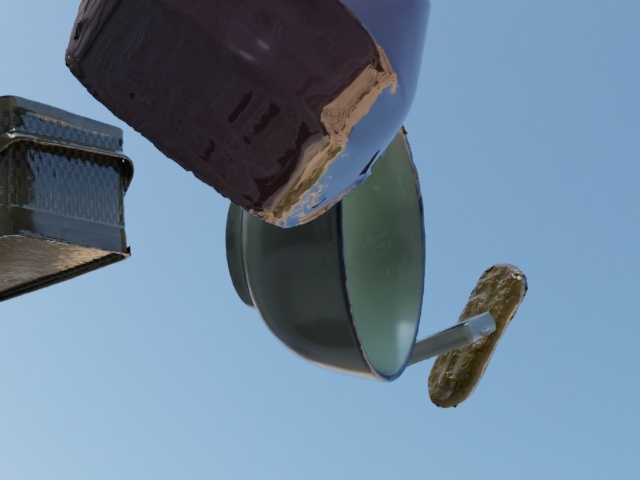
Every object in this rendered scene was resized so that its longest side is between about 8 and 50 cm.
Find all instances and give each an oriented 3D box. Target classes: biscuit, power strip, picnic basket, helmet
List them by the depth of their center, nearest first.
[{"bbox_3d":[-0.029,-0.180,0.779,0.271,0.338,0.197,38,-57,-4],"label":"helmet"},{"bbox_3d":[-0.334,-0.032,1.046,0.266,0.165,0.139,-17,-109,34],"label":"picnic basket"},{"bbox_3d":[0.170,0.153,1.490,0.192,0.081,0.035,-27,-96,38],"label":"power strip"},{"bbox_3d":[0.235,0.145,1.545,0.029,0.247,0.118,30,-3,-28],"label":"biscuit"}]

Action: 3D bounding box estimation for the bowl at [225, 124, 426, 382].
[{"bbox_3d":[0.000,0.000,1.269,0.185,0.354,0.354,-2,-54,21],"label":"bowl"}]
